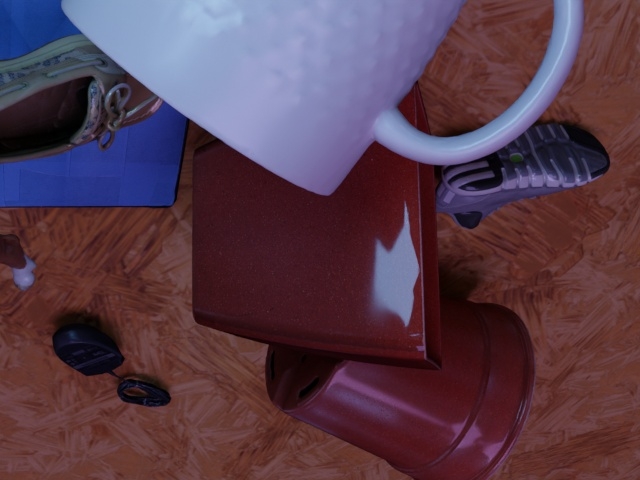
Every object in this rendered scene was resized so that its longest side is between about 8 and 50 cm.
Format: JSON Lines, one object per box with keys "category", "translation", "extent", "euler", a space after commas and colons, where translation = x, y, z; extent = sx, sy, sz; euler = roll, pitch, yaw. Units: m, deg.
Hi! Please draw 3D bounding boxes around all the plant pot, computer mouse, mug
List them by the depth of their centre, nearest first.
{"category": "mug", "translation": [0.033, -0.219, 0.804], "extent": [0.328, 0.374, 0.276], "euler": [-53, 171, 10]}
{"category": "plant pot", "translation": [0.000, 0.000, 1.053], "extent": [0.235, 0.268, 0.267], "euler": [-2, 170, 9]}
{"category": "plant pot", "translation": [0.088, 0.165, 1.299], "extent": [0.265, 0.272, 0.272], "euler": [24, 123, -26]}
{"category": "computer mouse", "translation": [-0.273, 0.166, 1.328], "extent": [0.071, 0.041, 0.242], "euler": [-19, 145, 13]}

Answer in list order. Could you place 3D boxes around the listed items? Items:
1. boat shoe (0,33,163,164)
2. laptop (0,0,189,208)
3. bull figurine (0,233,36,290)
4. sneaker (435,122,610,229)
{"category": "boat shoe", "translation": [-0.239, -0.110, 0.866], "extent": [0.285, 0.089, 0.105], "euler": [-20, 142, -42]}
{"category": "laptop", "translation": [-0.302, -0.104, 0.902], "extent": [0.236, 0.408, 0.382], "euler": [22, 131, 7]}
{"category": "bull figurine", "translation": [-0.399, 0.066, 0.868], "extent": [0.310, 0.101, 0.188], "euler": [-42, 157, -5]}
{"category": "sneaker", "translation": [0.235, -0.073, 1.232], "extent": [0.228, 0.086, 0.132], "euler": [-7, 154, -20]}
